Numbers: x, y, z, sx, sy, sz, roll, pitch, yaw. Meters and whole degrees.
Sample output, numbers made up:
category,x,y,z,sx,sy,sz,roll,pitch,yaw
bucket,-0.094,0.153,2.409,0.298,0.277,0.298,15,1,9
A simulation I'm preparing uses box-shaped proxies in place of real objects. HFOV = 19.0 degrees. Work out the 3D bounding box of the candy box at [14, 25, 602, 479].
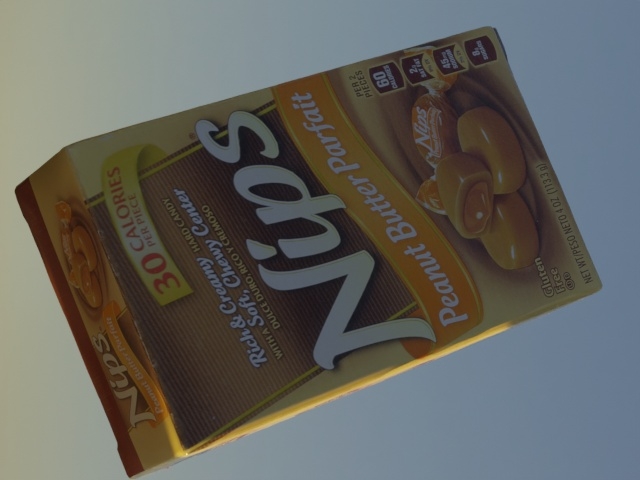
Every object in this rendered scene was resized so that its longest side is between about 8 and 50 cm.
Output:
category,x,y,z,sx,sy,sz,roll,pitch,yaw
candy box,0.000,0.000,1.135,0.087,0.316,0.183,-31,-100,55
